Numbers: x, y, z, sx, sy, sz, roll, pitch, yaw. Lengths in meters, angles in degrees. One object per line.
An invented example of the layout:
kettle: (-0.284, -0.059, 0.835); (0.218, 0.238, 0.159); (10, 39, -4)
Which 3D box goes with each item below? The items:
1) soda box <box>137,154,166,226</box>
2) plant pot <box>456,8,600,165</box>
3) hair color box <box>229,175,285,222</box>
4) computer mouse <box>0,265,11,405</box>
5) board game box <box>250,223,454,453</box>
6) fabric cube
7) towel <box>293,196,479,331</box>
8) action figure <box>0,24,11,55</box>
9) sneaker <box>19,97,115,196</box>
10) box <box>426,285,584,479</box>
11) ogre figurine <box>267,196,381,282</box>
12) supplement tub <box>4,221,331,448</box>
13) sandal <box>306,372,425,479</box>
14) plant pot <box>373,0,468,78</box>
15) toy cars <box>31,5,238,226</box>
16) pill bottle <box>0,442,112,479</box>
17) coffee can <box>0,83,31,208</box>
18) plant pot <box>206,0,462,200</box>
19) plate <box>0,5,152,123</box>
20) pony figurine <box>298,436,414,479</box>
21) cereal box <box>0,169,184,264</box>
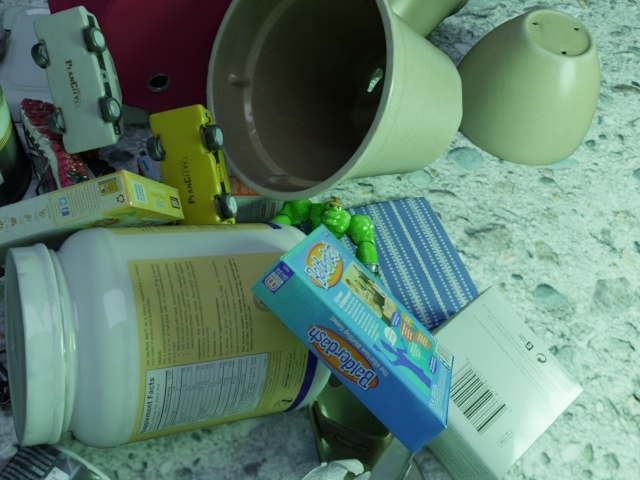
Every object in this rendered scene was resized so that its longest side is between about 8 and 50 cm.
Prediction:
soda box: (-0.220, -0.051, 0.973); (0.058, 0.063, 0.183); (-20, 63, -21)
plant pot: (0.396, -0.307, 1.177); (0.283, 0.191, 0.284); (4, 57, -7)
hair color box: (-0.100, -0.064, 0.999); (0.141, 0.072, 0.043); (0, 56, -12)
computer mouse: (-0.360, 0.088, 0.866); (0.262, 0.060, 0.184); (-35, 70, -18)
board game box: (0.042, 0.086, 0.637); (0.210, 0.047, 0.160); (46, 19, 1)
fabric cube: (-0.255, -0.389, 1.017); (0.254, 0.258, 0.259); (5, 52, -43)
towel: (0.061, 0.054, 0.981); (0.335, 0.040, 0.243); (-11, 58, -19)
action figure: (-0.668, -0.381, 1.024); (0.329, 0.178, 0.342); (14, 95, -10)
sneaker: (-0.387, -0.104, 0.952); (0.120, 0.112, 0.299); (8, 39, -47)
box: (0.207, 0.192, 0.845); (0.181, 0.119, 0.181); (-35, 79, -25)
ogre figurine: (0.000, 0.000, 0.930); (0.196, 0.097, 0.118); (11, 70, 15)
supplement tub: (-0.173, 0.101, 0.737); (0.331, 0.241, 0.241); (-3, 57, -31)
sandal: (0.045, 0.231, 0.812); (0.120, 0.086, 0.303); (-21, 78, -22)
plant pot: (0.111, -0.469, 1.184); (0.323, 0.323, 0.281); (27, 73, 7)
toy cars: (-0.248, -0.156, 0.894); (0.393, 0.176, 0.087); (40, 17, 3)
pill bottle: (-0.331, 0.341, 0.661); (0.130, 0.130, 0.246); (28, 57, 8)
coffee can: (-0.531, -0.171, 0.865); (0.201, 0.275, 0.202); (5, 57, -7)
plant pot: (0.053, -0.221, 0.965); (0.305, 0.334, 0.334); (-1, 51, -50)
plate: (-0.436, -0.323, 1.120); (0.277, 0.045, 0.278); (0, 57, -11)
pony figurine: (0.027, 0.354, 0.623); (0.363, 0.351, 0.302); (44, 19, 24)
cereal box: (-0.306, -0.021, 0.766); (0.240, 0.173, 0.048); (-15, 86, 5)
